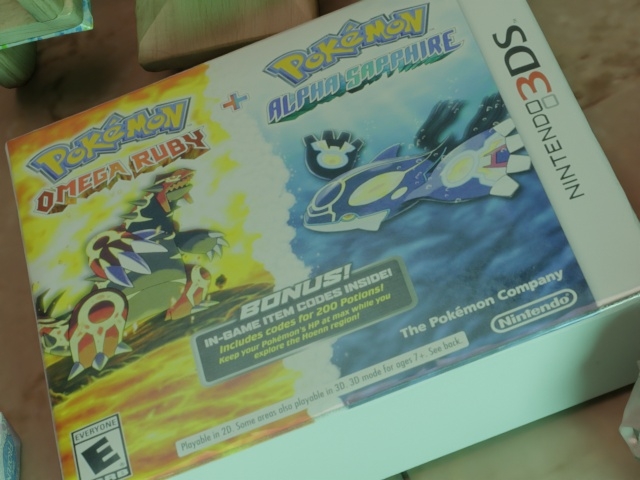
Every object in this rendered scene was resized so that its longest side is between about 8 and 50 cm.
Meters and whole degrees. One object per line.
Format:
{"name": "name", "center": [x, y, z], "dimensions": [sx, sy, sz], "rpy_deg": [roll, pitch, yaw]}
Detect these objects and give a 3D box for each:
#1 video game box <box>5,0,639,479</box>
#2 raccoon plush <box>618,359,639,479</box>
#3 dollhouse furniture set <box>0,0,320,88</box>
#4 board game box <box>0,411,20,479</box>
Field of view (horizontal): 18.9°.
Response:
{"name": "video game box", "center": [0.000, 0.000, 0.669], "dimensions": [0.205, 0.048, 0.187], "rpy_deg": [-22, 43, 3]}
{"name": "raccoon plush", "center": [0.252, 0.017, 0.371], "dimensions": [0.446, 0.299, 0.216], "rpy_deg": [-3, 49, 20]}
{"name": "dollhouse furniture set", "center": [-0.040, -0.180, 0.816], "dimensions": [0.212, 0.161, 0.242], "rpy_deg": [-10, 69, 14]}
{"name": "board game box", "center": [-0.147, 0.108, 0.650], "dimensions": [0.090, 0.020, 0.090], "rpy_deg": [-15, 46, 8]}
